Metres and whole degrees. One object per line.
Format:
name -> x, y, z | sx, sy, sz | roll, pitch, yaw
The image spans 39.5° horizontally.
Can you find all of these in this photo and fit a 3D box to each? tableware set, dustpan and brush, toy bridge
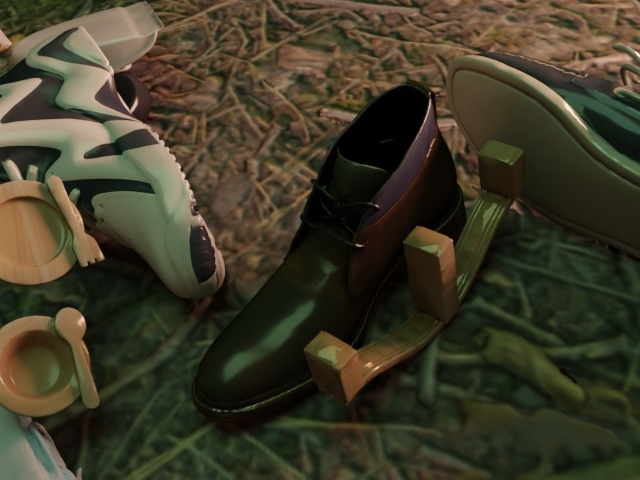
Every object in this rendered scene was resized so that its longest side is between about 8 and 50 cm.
tableware set -> -0.196, 0.032, 0.472 | 0.168, 0.020, 0.141 | -5, 70, -27
dustpan and brush -> -0.238, -0.142, 0.764 | 0.211, 0.060, 0.147 | -17, 27, -10
toy bridge -> 0.063, 0.020, 0.501 | 0.026, 0.063, 0.188 | 23, 55, 33

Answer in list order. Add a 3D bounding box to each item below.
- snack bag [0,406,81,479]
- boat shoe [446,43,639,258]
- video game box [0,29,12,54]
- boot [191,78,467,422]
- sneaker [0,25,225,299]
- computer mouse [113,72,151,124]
snack bag -> -0.334, 0.127, 0.505 | 0.342, 0.037, 0.323 | -29, 47, -15
boat shoe -> 0.183, -0.052, 0.525 | 0.079, 0.095, 0.254 | -36, 48, -20
video game box -> -0.341, -0.114, 0.676 | 0.205, 0.048, 0.187 | -34, 13, -6
boot -> 0.000, 0.000, 0.508 | 0.082, 0.106, 0.219 | 25, 55, 35
sneaker -> -0.172, -0.026, 0.581 | 0.153, 0.094, 0.235 | -31, 67, -9
computer mouse -> -0.224, -0.044, 0.671 | 0.242, 0.041, 0.071 | -40, 56, -18
